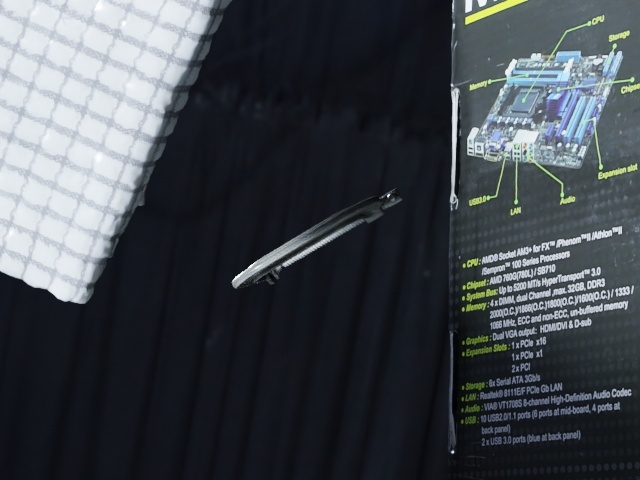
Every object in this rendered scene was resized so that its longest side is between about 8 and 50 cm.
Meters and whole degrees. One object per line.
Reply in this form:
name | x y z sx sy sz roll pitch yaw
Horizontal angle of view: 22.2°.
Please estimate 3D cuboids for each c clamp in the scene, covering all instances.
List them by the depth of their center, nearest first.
c clamp | 0.000 0.000 1.356 0.161 0.022 0.137 -30 -3 0

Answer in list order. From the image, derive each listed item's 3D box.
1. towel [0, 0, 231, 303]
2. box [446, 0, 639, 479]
towel | -0.214 -0.127 1.002 0.284 0.235 0.121 23 16 -3
box | 0.104 -0.003 0.370 0.045 0.184 0.191 13 -17 -35
